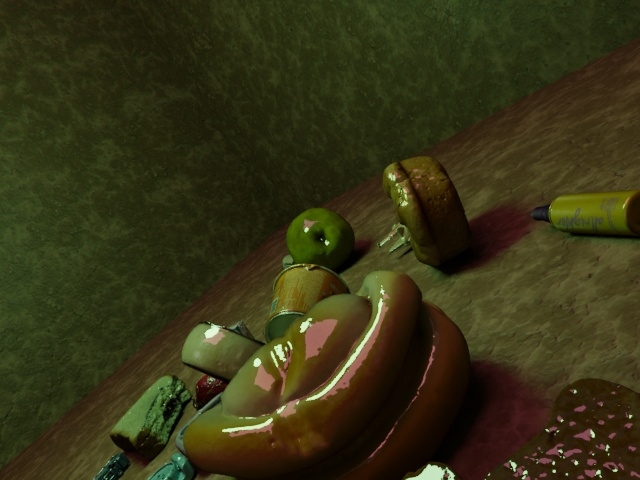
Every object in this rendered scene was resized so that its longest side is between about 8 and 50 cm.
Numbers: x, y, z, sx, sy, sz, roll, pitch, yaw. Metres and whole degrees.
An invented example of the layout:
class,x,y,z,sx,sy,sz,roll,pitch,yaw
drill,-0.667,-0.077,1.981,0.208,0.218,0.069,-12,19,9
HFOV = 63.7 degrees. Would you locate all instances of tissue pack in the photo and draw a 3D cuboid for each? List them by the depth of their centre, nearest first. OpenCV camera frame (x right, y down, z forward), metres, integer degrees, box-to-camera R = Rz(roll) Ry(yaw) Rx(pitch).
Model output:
class,x,y,z,sx,sy,sz,roll,pitch,yaw
tissue pack,-0.283,0.338,1.618,0.155,0.116,0.065,-33,8,18

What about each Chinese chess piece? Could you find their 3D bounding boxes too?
class,x,y,z,sx,sy,sz,roll,pitch,yaw
Chinese chess piece,-0.195,0.283,1.205,0.257,0.257,0.104,-16,48,61

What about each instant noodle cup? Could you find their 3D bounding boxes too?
class,x,y,z,sx,sy,sz,roll,pitch,yaw
instant noodle cup,-0.038,0.191,1.293,0.215,0.216,0.172,-30,20,27

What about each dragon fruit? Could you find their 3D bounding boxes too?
class,x,y,z,sx,sy,sz,roll,pitch,yaw
dragon fruit,-0.320,0.425,1.438,0.190,0.094,0.094,-34,9,36

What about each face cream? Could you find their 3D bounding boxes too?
class,x,y,z,sx,sy,sz,roll,pitch,yaw
face cream,0.500,-0.052,0.977,0.078,0.078,0.273,-37,11,-10

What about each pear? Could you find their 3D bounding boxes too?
class,x,y,z,sx,sy,sz,roll,pitch,yaw
pear,0.000,0.000,1.909,0.252,0.253,0.307,-35,2,3

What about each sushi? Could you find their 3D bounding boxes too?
class,x,y,z,sx,sy,sz,roll,pitch,yaw
sushi,-0.094,0.084,2.182,0.134,0.109,0.273,-30,11,24

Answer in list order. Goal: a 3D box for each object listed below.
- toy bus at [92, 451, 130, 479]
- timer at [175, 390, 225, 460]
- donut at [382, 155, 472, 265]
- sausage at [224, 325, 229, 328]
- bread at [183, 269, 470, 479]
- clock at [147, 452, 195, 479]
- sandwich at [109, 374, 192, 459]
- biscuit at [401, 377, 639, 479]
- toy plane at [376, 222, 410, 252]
class,x,y,z,sx,sy,sz,roll,pitch,yaw
toy bus,-0.588,0.650,1.383,0.065,0.047,0.166,-33,10,33
timer,-0.238,0.429,1.196,0.190,0.069,0.208,-41,10,-27
donut,0.266,-0.075,1.306,0.150,0.299,0.317,-23,44,6
sausage,-0.399,0.389,1.970,0.050,0.048,0.145,20,46,29
bread,0.014,0.228,0.799,0.424,0.245,0.329,-39,10,0
clock,-0.347,0.538,1.124,0.147,0.045,0.108,-41,11,-29
sandwich,-0.482,0.511,1.523,0.254,0.100,0.288,-43,12,-33
biscuit,0.167,0.305,0.464,0.432,0.064,0.283,-37,19,1
toy plane,0.289,-0.058,1.617,0.241,0.104,0.256,-31,11,37
